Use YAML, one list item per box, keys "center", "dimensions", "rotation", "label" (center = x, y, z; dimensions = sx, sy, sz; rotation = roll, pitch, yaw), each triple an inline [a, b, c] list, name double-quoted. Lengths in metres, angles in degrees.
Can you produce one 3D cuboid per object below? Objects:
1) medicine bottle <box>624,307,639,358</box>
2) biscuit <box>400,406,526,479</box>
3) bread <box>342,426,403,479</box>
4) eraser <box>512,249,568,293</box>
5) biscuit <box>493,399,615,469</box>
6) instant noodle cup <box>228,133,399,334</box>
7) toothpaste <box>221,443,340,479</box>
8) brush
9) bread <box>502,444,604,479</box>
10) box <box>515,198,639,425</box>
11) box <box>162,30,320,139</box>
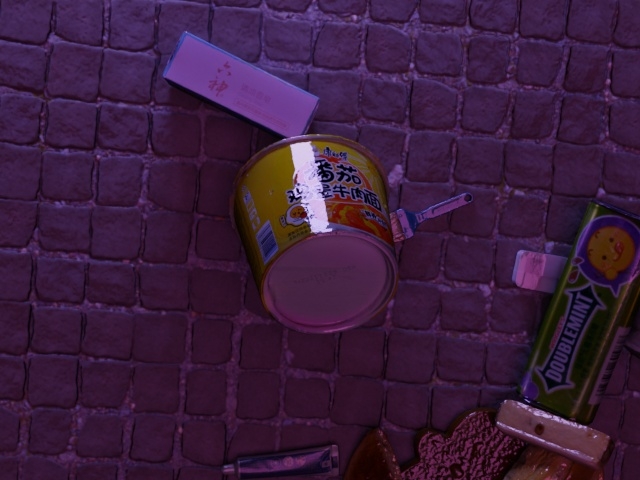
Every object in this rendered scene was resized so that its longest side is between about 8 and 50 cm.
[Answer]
- center: [0.580, 0.146, 1.668]
  dimensions: [0.147, 0.147, 0.143]
  rotation: [30, 95, -6]
  label: "medicine bottle"
- center: [0.236, 0.377, 1.710]
  dimensions: [0.236, 0.039, 0.180]
  rotation: [-34, 94, -2]
  label: "biscuit"
- center: [0.081, 0.405, 1.679]
  dimensions: [0.136, 0.054, 0.154]
  rotation: [-39, 57, 26]
  label: "bread"
- center: [0.376, 0.054, 1.706]
  dimensions: [0.105, 0.026, 0.065]
  rotation: [11, 91, -6]
  label: "eraser"
- center: [0.369, 0.309, 1.631]
  dimensions: [0.188, 0.052, 0.056]
  rotation: [16, 70, 34]
  label: "biscuit"
- center: [0.000, 0.000, 1.529]
  dimensions: [0.264, 0.200, 0.264]
  rotation: [-7, 130, -8]
  label: "instant noodle cup"
- center: [-0.065, 0.369, 1.687]
  dimensions: [0.197, 0.035, 0.057]
  rotation: [-4, 100, -7]
  label: "toothpaste"
- center: [0.177, -0.043, 1.689]
  dimensions: [0.164, 0.014, 0.051]
  rotation: [-22, 97, -4]
  label: "brush"
- center: [0.364, 0.429, 1.675]
  dimensions: [0.140, 0.106, 0.236]
  rotation: [36, 89, -28]
  label: "bread"
- center: [0.433, 0.117, 1.642]
  dimensions: [0.134, 0.097, 0.346]
  rotation: [25, 103, 25]
  label: "box"
- center: [-0.122, -0.230, 1.586]
  dimensions: [0.232, 0.142, 0.083]
  rotation: [24, 91, -5]
  label: "box"
